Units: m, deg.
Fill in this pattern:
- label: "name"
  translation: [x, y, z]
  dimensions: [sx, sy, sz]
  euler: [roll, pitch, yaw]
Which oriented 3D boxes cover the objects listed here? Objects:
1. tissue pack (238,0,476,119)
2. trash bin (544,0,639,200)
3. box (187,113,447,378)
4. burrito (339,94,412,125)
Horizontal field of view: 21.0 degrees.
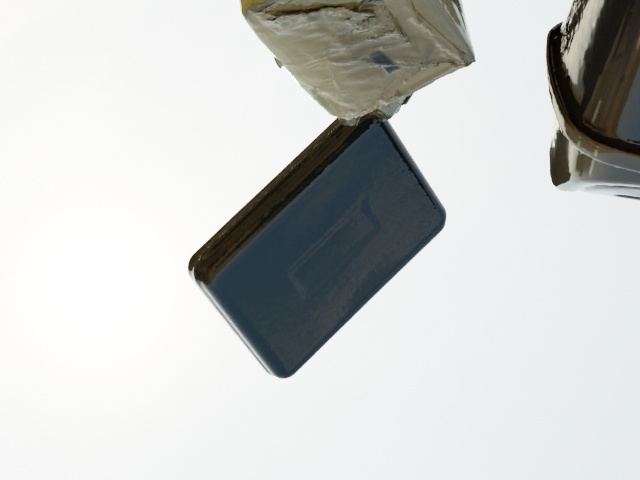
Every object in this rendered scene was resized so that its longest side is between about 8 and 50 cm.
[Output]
- label: "tissue pack"
  translation: [0.011, -0.225, 1.191]
  dimensions: [0.125, 0.159, 0.234]
  euler: [-22, -121, 18]
- label: "trash bin"
  translation: [0.263, -0.146, 1.102]
  dimensions: [0.210, 0.290, 0.182]
  euler: [7, -144, -5]
- label: "box"
  translation: [0.000, 0.000, 1.572]
  dimensions: [0.230, 0.160, 0.050]
  euler: [-44, -144, -12]
- label: "burrito"
  translation: [0.068, -0.170, 1.431]
  dimensions: [0.229, 0.063, 0.058]
  euler: [-61, -177, 44]
